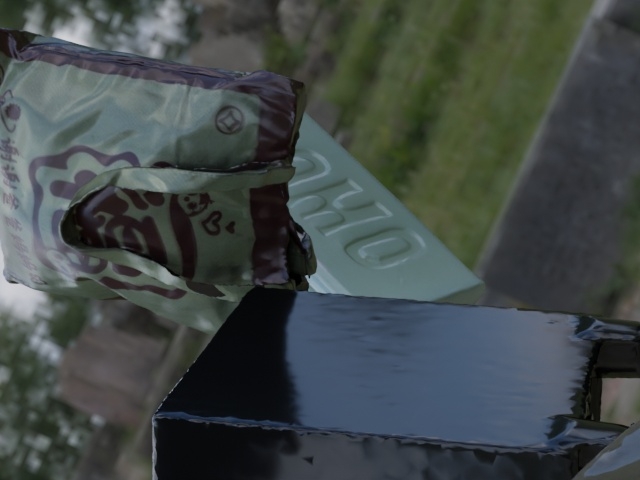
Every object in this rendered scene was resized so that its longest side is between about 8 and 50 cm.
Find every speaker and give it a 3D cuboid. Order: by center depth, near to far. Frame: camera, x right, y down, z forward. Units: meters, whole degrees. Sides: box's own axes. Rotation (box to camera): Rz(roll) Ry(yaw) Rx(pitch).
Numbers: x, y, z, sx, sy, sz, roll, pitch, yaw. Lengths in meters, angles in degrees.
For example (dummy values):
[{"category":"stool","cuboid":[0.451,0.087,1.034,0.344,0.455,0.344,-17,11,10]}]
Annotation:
[{"category":"speaker","cuboid":[0.053,0.149,1.068,0.232,0.254,0.184,-54,-33,-70]}]

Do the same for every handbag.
[{"category":"handbag","cuboid":[-0.120,-0.032,1.224,0.127,0.235,0.213,-51,-32,-50]}]

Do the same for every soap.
[{"category":"soap","cuboid":[0.000,0.000,1.695,0.160,0.265,0.087,-19,-36,-41]}]

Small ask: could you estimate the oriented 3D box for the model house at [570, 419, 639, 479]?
[{"category":"model house","cuboid":[0.207,0.110,0.572,0.229,0.188,0.122,-26,-5,5]}]
